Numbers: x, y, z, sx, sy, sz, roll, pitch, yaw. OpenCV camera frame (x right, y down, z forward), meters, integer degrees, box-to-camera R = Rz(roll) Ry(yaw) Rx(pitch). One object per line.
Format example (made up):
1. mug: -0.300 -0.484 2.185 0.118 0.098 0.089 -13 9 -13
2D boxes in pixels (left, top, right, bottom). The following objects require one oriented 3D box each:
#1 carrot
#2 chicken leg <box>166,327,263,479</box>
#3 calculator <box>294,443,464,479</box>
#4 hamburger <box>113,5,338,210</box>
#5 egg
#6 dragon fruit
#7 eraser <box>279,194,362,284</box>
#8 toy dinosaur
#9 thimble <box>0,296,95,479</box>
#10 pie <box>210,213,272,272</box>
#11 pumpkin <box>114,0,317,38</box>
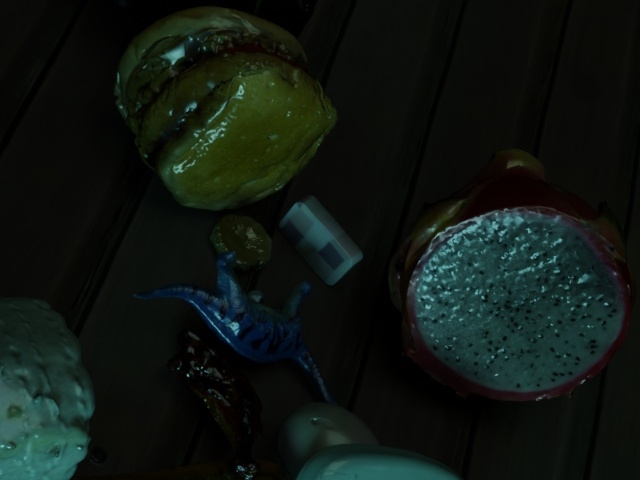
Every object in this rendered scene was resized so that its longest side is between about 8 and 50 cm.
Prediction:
1. carrot: -0.166 0.266 1.680 0.314 0.066 0.066 -4 61 -39
2. chicken leg: -0.108 0.179 1.762 0.089 0.048 0.219 2 44 -44
3. calculator: 0.049 0.313 1.729 0.295 0.042 0.184 10 94 -31
4. hamburger: -0.115 -0.163 1.906 0.244 0.244 0.163 0 46 -34
5. egg: 0.013 0.240 1.782 0.135 0.103 0.103 42 45 -12
6. dragon fruit: 0.232 0.033 1.962 0.305 0.305 0.225 31 25 -11
7. eraser: 0.000 0.000 1.976 0.105 0.065 0.026 48 47 7
8. toy dinosaur: -0.081 0.090 1.847 0.329 0.076 0.144 36 39 -30
9. thimble: -0.332 0.157 1.522 0.172 0.250 0.204 -1 101 -32
10. pie: -0.095 0.002 1.943 0.084 0.020 0.084 19 50 -24
11. pumpkin: -0.155 -0.353 2.039 0.296 0.296 0.295 18 50 -22
